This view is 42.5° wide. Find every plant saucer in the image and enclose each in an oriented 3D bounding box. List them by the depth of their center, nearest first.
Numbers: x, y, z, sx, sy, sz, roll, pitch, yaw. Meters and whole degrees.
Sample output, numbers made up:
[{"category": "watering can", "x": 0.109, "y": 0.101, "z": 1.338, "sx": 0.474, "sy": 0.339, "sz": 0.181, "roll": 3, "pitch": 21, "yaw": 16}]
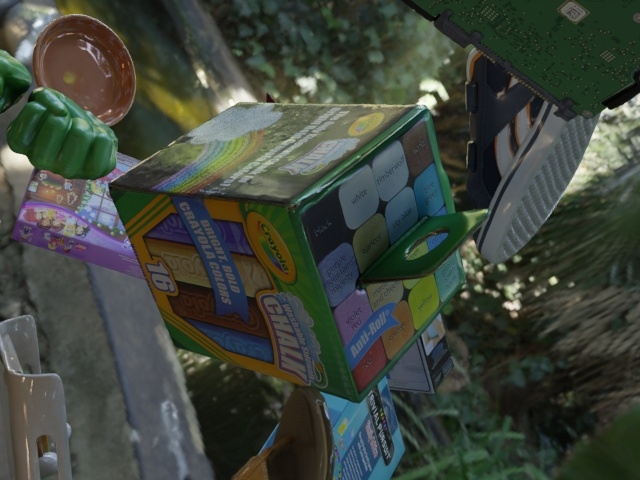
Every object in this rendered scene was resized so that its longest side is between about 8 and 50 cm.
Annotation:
[{"category": "plant saucer", "x": -0.413, "y": -0.290, "z": 1.433, "sx": 0.200, "sy": 0.037, "sz": 0.200, "roll": 7, "pitch": 80, "yaw": -48}]

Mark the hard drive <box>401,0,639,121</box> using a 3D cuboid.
[{"category": "hard drive", "x": 0.168, "y": -0.209, "z": 0.493, "sx": 0.237, "sy": 0.064, "sz": 0.339, "roll": 35, "pitch": -20, "yaw": -5}]

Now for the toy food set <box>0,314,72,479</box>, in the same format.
[{"category": "toy food set", "x": -0.373, "y": 0.241, "z": 1.105, "sx": 0.306, "sy": 0.092, "sz": 0.220, "roll": 18, "pitch": -68, "yaw": 63}]

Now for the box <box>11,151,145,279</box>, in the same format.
[{"category": "box", "x": -0.332, "y": -0.049, "z": 1.357, "sx": 0.293, "sy": 0.057, "sz": 0.201, "roll": 19, "pitch": 49, "yaw": -20}]

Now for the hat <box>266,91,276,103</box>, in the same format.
[{"category": "hat", "x": -0.038, "y": -0.033, "z": 1.082, "sx": 0.183, "sy": 0.173, "sz": 0.209, "roll": 23, "pitch": 53, "yaw": -7}]

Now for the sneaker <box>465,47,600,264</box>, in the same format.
[{"category": "sneaker", "x": 0.215, "y": -0.133, "z": 0.862, "sx": 0.127, "sy": 0.321, "sz": 0.126, "roll": 37, "pitch": 34, "yaw": 29}]

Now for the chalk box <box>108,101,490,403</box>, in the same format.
[{"category": "chalk box", "x": 0.000, "y": 0.000, "z": 0.687, "sx": 0.289, "sy": 0.180, "sz": 0.179, "roll": 10, "pitch": -52, "yaw": 41}]

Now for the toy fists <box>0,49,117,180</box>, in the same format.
[{"category": "toy fists", "x": -0.382, "y": -0.171, "z": 1.048, "sx": 0.279, "sy": 0.096, "sz": 0.142, "roll": 36, "pitch": 13, "yaw": -8}]

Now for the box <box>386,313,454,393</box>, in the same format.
[{"category": "box", "x": 0.107, "y": 0.111, "z": 1.402, "sx": 0.087, "sy": 0.169, "sz": 0.290, "roll": -40, "pitch": 121, "yaw": -46}]

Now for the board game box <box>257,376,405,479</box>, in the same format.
[{"category": "board game box", "x": -0.003, "y": 0.346, "z": 1.158, "sx": 0.336, "sy": 0.079, "sz": 0.254, "roll": -54, "pitch": 143, "yaw": -36}]

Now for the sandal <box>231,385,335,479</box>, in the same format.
[{"category": "sandal", "x": -0.042, "y": 0.179, "z": 0.532, "sx": 0.049, "sy": 0.180, "sz": 0.072, "roll": 27, "pitch": -5, "yaw": -29}]
